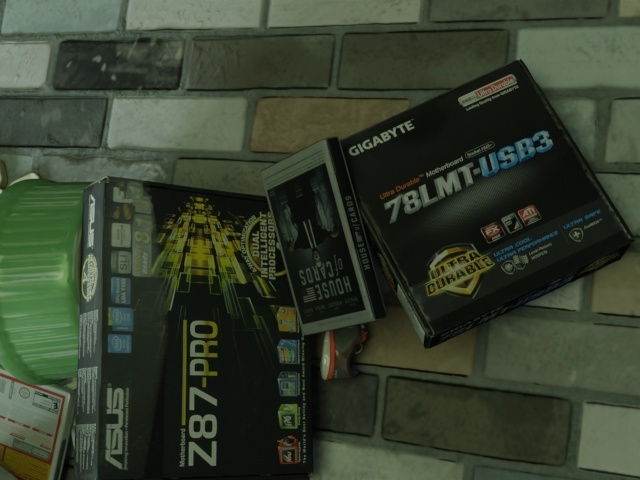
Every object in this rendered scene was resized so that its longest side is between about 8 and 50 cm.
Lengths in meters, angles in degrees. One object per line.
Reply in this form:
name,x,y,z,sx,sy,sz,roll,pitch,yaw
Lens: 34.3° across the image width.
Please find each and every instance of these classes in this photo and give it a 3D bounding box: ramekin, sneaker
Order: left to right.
ramekin,-0.345,0.056,1.501,0.148,0.303,0.304,-4,79,20
sneaker,0.038,0.120,1.460,0.064,0.061,0.158,7,83,-2

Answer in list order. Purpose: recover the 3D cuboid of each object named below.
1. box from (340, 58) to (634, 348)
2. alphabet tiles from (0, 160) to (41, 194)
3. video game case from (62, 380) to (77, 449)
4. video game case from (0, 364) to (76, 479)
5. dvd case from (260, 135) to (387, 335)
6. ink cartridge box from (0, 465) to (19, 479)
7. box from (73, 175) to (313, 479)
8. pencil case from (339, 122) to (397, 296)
box,0.200,-0.052,1.342,0.295,0.073,0.293,-24,72,-7
alphabet tiles,-0.575,0.009,1.763,0.277,0.021,0.284,-22,72,19
video game case,-0.286,0.299,1.577,0.206,0.026,0.227,-22,72,19
video game case,-0.497,0.351,1.645,0.204,0.025,0.285,14,92,25
dvd case,0.000,0.000,1.372,0.179,0.029,0.239,-20,84,57
ink cartridge box,-0.419,0.448,1.497,0.371,0.175,0.069,35,100,17
box,-0.165,0.128,1.401,0.097,0.318,0.395,-17,70,57
pencil case,0.096,-0.038,1.428,0.104,0.104,0.236,-32,72,16
